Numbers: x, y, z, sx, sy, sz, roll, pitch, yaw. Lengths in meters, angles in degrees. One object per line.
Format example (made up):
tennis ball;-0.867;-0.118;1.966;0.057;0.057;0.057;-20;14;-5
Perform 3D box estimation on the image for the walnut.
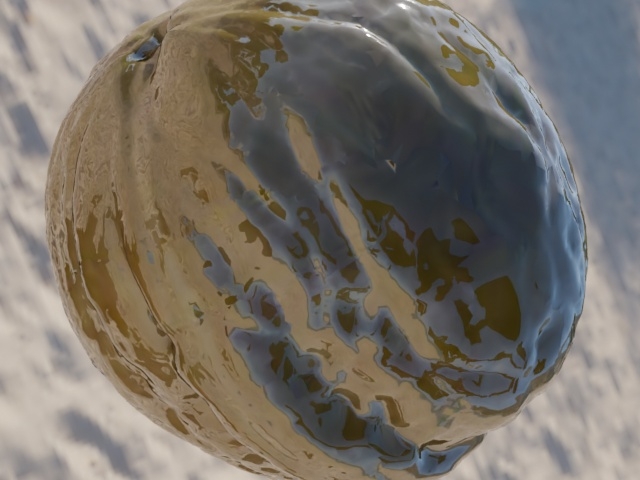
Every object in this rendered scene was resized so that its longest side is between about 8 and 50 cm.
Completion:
walnut;0.000;0.000;1.137;0.333;0.333;0.333;57;19;-32
